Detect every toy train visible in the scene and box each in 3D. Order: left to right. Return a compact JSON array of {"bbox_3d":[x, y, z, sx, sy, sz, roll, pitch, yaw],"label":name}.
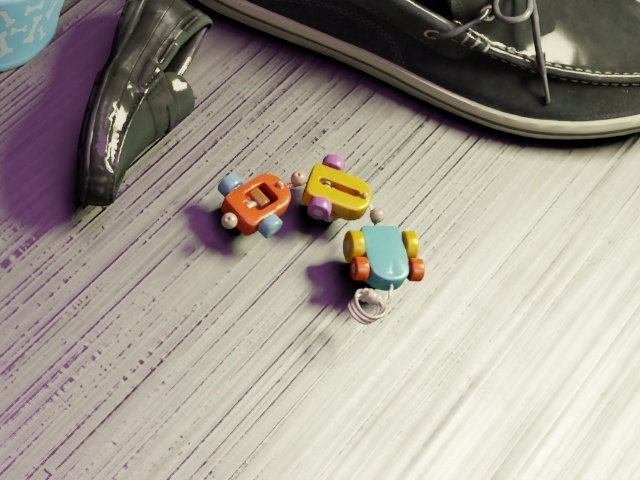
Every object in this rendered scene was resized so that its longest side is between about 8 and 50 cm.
[{"bbox_3d":[0.000,0.000,1.351,0.166,0.046,0.125,42,54,11],"label":"toy train"}]

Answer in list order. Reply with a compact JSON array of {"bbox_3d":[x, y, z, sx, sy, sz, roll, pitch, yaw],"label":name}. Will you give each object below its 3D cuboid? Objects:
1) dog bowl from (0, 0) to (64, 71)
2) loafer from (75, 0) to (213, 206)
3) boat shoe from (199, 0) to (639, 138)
[{"bbox_3d":[-0.251,-0.265,1.400,0.166,0.074,0.297,32,51,0],"label":"dog bowl"},{"bbox_3d":[-0.138,-0.114,1.346,0.078,0.076,0.223,16,50,-3],"label":"loafer"},{"bbox_3d":[0.122,-0.223,1.479,0.500,0.156,0.187,18,52,-13],"label":"boat shoe"}]
